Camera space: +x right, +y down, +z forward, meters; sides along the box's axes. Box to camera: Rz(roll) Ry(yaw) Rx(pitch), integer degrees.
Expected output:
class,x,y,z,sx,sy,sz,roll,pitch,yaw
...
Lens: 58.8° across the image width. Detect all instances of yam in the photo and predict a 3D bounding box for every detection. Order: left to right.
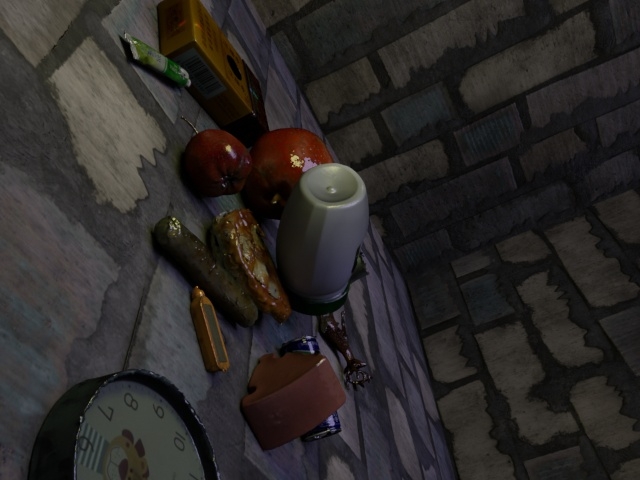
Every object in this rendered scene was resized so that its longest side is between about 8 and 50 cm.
class,x,y,z,sx,sy,sz,roll,pitch,yaw
yam,-0.223,0.070,1.147,0.067,0.071,0.317,-60,137,-27

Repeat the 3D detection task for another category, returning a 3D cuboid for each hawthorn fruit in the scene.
class,x,y,z,sx,sy,sz,roll,pitch,yaw
hawthorn fruit,-0.256,-0.202,1.345,0.204,0.162,0.162,57,7,32
hawthorn fruit,-0.097,-0.183,1.648,0.275,0.275,0.300,59,28,-28

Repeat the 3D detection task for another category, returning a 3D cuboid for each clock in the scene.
class,x,y,z,sx,sy,sz,roll,pitch,yaw
clock,-0.228,0.316,0.726,0.313,0.061,0.313,59,15,-27

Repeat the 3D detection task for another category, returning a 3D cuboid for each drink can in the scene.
class,x,y,z,sx,sy,sz,roll,pitch,yaw
drink can,-0.024,0.356,1.379,0.097,0.097,0.235,42,28,-61

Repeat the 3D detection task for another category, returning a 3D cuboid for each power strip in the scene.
class,x,y,z,sx,sy,sz,roll,pitch,yaw
power strip,-0.216,0.169,1.087,0.049,0.028,0.178,29,40,-68

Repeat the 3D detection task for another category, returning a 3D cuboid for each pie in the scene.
class,x,y,z,sx,sy,sz,roll,pitch,yaw
pie,-0.168,0.050,1.347,0.308,0.085,0.308,60,13,-24

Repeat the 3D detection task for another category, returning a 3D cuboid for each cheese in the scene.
class,x,y,z,sx,sy,sz,roll,pitch,yaw
cheese,-0.086,0.328,1.177,0.177,0.202,0.128,-37,111,-44

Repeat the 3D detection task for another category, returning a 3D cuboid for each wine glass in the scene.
class,x,y,z,sx,sy,sz,roll,pitch,yaw
wine glass,0.040,0.110,1.767,0.103,0.222,0.103,57,19,-32

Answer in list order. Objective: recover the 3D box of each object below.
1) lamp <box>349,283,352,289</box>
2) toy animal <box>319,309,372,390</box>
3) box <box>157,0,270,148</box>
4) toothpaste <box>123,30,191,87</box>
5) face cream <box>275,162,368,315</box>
class,x,y,z,sx,sy,sz,roll,pitch,yaw
lamp,0.042,0.136,2.058,0.163,0.091,0.091,35,30,-36
toy animal,0.059,0.332,1.827,0.243,0.087,0.260,41,27,-32
box,-0.302,-0.489,1.665,0.415,0.115,0.265,48,21,-51
toothpaste,-0.388,-0.425,1.379,0.078,0.046,0.248,68,15,13
face cream,0.000,0.000,1.475,0.313,0.219,0.357,-66,171,-51
